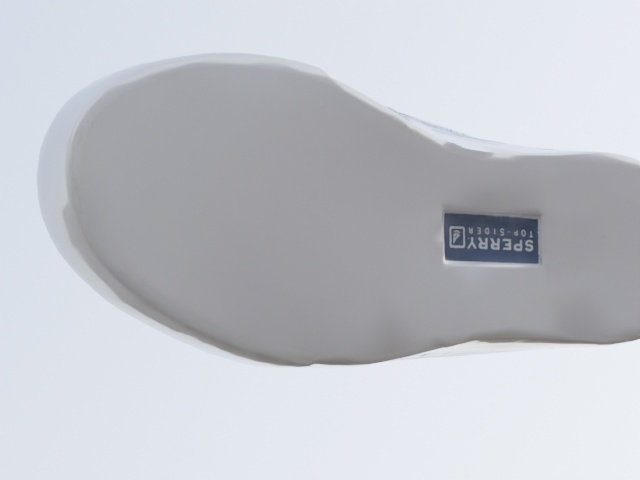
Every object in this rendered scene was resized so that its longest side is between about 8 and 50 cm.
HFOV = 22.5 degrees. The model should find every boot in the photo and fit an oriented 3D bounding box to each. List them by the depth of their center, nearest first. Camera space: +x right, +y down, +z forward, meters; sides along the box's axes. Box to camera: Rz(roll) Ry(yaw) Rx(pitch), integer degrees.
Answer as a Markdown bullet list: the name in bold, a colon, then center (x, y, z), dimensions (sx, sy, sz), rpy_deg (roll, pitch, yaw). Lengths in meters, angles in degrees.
- **boot**: center (0.000, 0.000, 0.401), dimensions (0.190, 0.069, 0.086), rpy_deg (11, -9, -38)
